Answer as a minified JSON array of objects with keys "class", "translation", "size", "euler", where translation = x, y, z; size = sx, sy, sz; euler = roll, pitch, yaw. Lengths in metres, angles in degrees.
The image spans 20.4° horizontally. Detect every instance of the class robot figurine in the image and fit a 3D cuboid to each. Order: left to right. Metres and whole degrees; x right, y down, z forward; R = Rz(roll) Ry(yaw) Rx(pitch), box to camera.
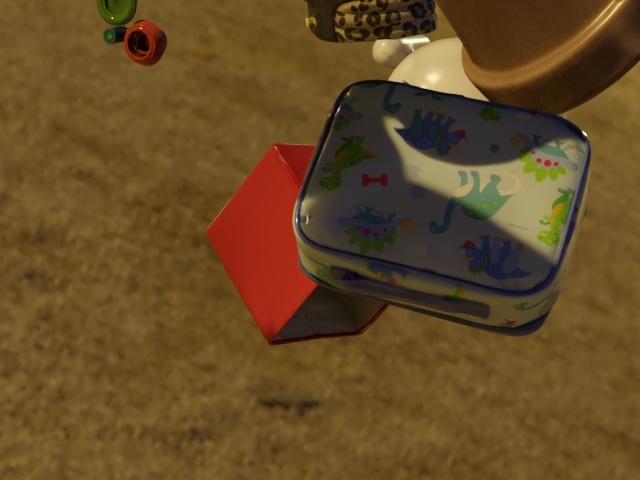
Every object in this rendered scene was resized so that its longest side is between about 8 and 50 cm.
[{"class":"robot figurine","translation":[0.196,-0.159,2.266],"size":[0.300,0.200,0.353],"euler":[41,18,12]}]

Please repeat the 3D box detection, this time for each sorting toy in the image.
[{"class":"sorting toy","translation":[-0.196,-0.229,1.874],"size":[0.042,0.061,0.102],"euler":[-23,83,-57]}]

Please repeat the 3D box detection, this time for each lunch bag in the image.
[{"class":"lunch bag","translation":[0.094,-0.025,1.400],"size":[0.219,0.176,0.090],"euler":[13,-26,12]}]

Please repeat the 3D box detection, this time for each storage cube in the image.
[{"class":"storage cube","translation":[0.000,0.000,2.343],"size":[0.183,0.215,0.193],"euler":[-4,52,-44]}]

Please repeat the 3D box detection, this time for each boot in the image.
[{"class":"boot","translation":[-0.025,-0.234,1.314],"size":[0.236,0.179,0.085],"euler":[-1,24,11]}]

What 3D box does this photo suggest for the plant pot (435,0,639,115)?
[{"class":"plant pot","translation":[0.188,-0.280,1.686],"size":[0.229,0.263,0.263],"euler":[38,14,-26]}]
